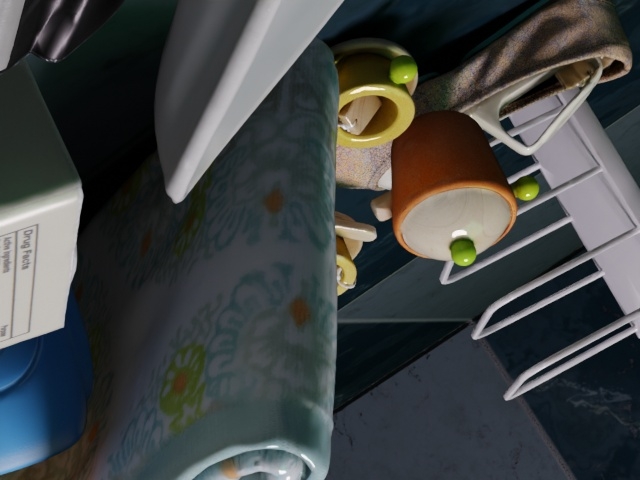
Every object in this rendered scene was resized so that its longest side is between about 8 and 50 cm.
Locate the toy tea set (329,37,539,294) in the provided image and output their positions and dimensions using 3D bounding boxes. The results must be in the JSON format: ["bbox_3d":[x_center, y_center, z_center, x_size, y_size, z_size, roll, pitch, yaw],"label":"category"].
[{"bbox_3d":[0.000,0.000,1.047,0.200,0.124,0.336,23,132,-36],"label":"toy tea set"}]

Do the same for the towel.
[{"bbox_3d":[-0.114,0.080,0.886,0.090,0.320,0.374,23,136,-28],"label":"towel"}]

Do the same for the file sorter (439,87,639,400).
[{"bbox_3d":[0.191,-0.015,1.258,0.173,0.277,0.193,-26,167,-6],"label":"file sorter"}]

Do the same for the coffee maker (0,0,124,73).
[{"bbox_3d":[-0.078,-0.152,0.447,0.171,0.120,0.178,-22,165,-40],"label":"coffee maker"}]

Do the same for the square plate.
[{"bbox_3d":[0.058,-0.213,0.439,0.344,0.049,0.347,-57,180,-29],"label":"square plate"}]

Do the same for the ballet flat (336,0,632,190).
[{"bbox_3d":[0.127,-0.105,1.134,0.316,0.106,0.107,-32,168,0],"label":"ballet flat"}]

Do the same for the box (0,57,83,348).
[{"bbox_3d":[-0.232,-0.006,0.556,0.232,0.126,0.148,-19,161,-22],"label":"box"}]

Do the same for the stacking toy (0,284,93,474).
[{"bbox_3d":[-0.300,0.098,0.856,0.302,0.175,0.166,-27,170,38],"label":"stacking toy"}]
